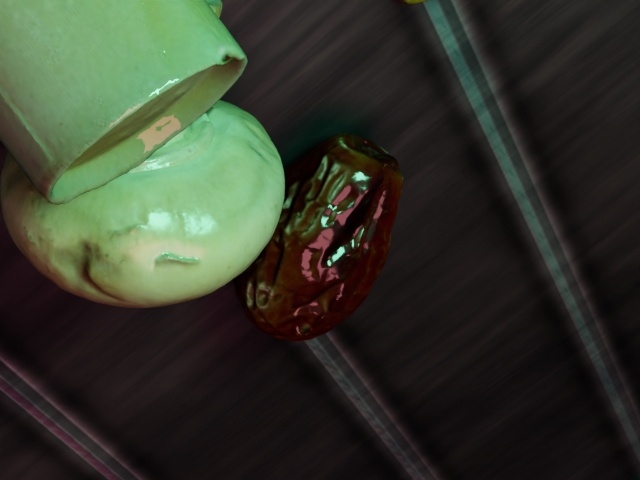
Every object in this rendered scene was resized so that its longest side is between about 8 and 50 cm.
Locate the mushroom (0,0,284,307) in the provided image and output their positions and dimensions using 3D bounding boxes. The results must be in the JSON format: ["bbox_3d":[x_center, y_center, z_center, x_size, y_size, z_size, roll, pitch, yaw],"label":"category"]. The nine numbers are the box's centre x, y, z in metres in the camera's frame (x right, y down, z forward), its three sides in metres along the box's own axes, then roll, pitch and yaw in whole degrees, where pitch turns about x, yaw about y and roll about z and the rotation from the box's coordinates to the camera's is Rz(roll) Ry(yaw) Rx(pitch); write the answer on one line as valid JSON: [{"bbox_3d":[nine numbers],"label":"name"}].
[{"bbox_3d":[-0.192,-0.093,1.518,0.315,0.315,0.356,25,73,-42],"label":"mushroom"}]

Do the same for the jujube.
[{"bbox_3d":[0.000,0.000,1.771,0.197,0.197,0.290,13,116,-37],"label":"jujube"}]

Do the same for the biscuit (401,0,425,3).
[{"bbox_3d":[0.167,-0.369,1.595,0.174,0.039,0.183,-15,138,-16],"label":"biscuit"}]

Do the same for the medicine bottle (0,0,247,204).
[{"bbox_3d":[-0.277,-0.261,1.258,0.236,0.406,0.236,-36,177,-2],"label":"medicine bottle"}]
